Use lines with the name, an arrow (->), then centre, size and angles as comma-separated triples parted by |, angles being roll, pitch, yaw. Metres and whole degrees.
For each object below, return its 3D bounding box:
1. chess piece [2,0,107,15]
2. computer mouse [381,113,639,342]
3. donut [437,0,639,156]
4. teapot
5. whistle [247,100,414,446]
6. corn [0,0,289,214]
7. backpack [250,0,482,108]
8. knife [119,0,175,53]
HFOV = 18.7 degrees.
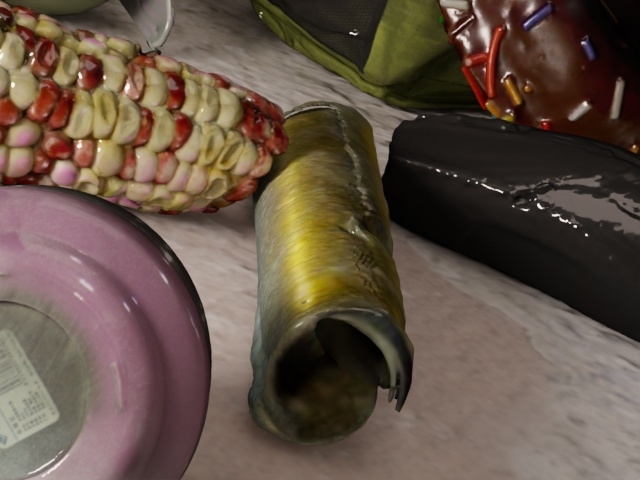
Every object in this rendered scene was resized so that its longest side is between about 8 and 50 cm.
chess piece -> -0.210, -0.255, 1.219 | 0.182, 0.182, 0.330 | 3, 31, -36
computer mouse -> 0.134, -0.015, 1.008 | 0.217, 0.073, 0.122 | 26, 21, 23
donut -> 0.164, -0.134, 1.156 | 0.235, 0.089, 0.235 | 24, 52, -35
teapot -> -0.101, 0.044, 0.637 | 0.116, 0.148, 0.146 | 55, 8, -4
whistle -> 0.000, -0.001, 0.872 | 0.068, 0.057, 0.326 | -6, 20, 0
corn -> -0.152, -0.063, 0.873 | 0.280, 0.092, 0.092 | 15, 20, -22
backpack -> 0.040, -0.187, 1.279 | 0.207, 0.140, 0.253 | 0, 31, -48
knife -> -0.144, -0.214, 1.275 | 0.043, 0.081, 0.336 | 12, 21, -33
